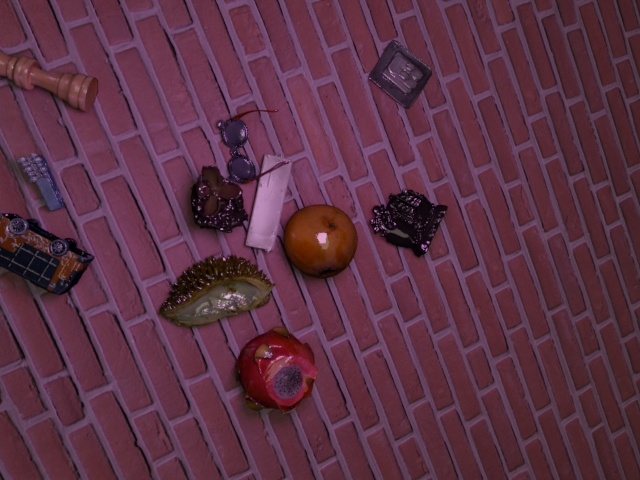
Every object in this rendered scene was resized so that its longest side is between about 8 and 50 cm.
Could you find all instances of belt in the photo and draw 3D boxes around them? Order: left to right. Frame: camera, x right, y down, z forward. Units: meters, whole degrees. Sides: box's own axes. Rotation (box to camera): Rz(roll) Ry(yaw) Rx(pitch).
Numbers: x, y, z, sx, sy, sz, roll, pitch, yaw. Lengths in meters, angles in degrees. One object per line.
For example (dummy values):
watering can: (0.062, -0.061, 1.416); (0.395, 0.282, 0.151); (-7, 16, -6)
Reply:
belt: (-0.865, -0.181, 1.543); (0.065, 0.100, 0.179); (-24, 100, -10)

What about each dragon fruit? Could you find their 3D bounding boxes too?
dragon fruit: (-0.145, 0.461, 1.703); (0.290, 0.189, 0.291); (0, 91, -15)

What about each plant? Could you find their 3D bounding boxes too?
plant: (-0.337, -0.123, 1.623); (0.178, 0.234, 0.204); (-2, 86, -21)

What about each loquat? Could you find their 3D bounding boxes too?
loquat: (0.000, 0.000, 1.717); (0.263, 0.263, 0.263); (0, 91, -15)

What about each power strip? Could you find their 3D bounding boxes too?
power strip: (-0.187, -0.128, 1.755); (0.106, 0.043, 0.367); (13, 87, -15)
power strip: (0.314, -0.635, 1.869); (0.213, 0.064, 0.198); (32, 81, -13)

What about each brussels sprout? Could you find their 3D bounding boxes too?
brussels sprout: (-0.217, 0.196, 1.749); (0.085, 0.058, 0.085); (5, 73, -16)

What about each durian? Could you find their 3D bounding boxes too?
durian: (-0.362, 0.167, 1.685); (0.394, 0.163, 0.198); (-23, 123, -8)

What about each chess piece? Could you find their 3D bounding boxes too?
chess piece: (-0.908, -0.518, 1.518); (0.397, 0.117, 0.117); (18, 87, -13)

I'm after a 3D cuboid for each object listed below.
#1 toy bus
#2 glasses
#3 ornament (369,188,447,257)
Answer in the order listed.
toy bus: (-0.870, 0.044, 1.525); (0.275, 0.138, 0.167); (30, 85, -12)
glasses: (-0.229, -0.319, 1.631); (0.118, 0.268, 0.234); (-11, 92, -33)
ornament: (0.324, -0.088, 1.875); (0.260, 0.106, 0.251); (31, 76, -5)
